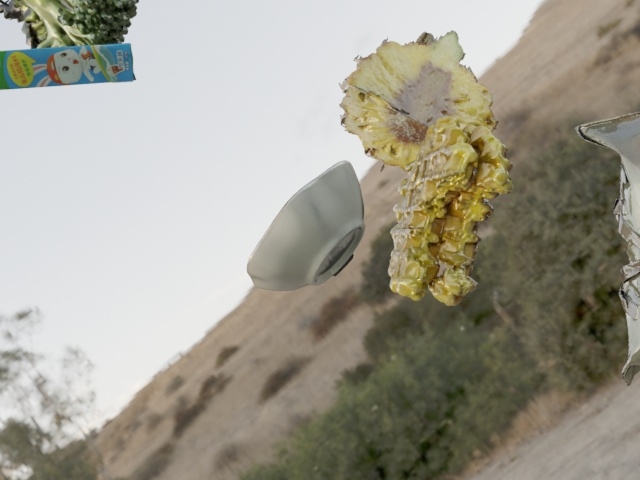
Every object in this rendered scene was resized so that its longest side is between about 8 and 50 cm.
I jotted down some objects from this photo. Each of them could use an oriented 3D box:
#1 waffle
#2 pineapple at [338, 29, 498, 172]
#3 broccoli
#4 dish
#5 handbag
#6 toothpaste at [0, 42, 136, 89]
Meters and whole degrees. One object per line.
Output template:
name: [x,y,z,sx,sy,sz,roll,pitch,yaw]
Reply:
waffle: [0.229,-0.052,1.738,0.261,0.151,0.324,-100,28,-67]
pineapple: [0.208,-0.291,2.038,0.286,0.344,0.209,-65,7,-33]
broccoli: [-0.423,-0.456,1.671,0.334,0.272,0.324,-50,9,42]
dish: [0.000,0.000,1.127,0.190,0.066,0.190,-45,-16,-17]
handbag: [0.321,0.001,0.832,0.182,0.270,0.117,-3,9,36]
toothpaste: [-0.432,-0.276,1.541,0.267,0.065,0.050,-5,12,-9]
